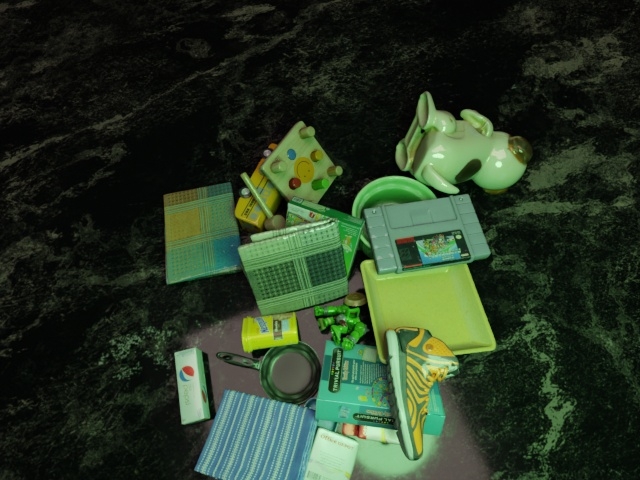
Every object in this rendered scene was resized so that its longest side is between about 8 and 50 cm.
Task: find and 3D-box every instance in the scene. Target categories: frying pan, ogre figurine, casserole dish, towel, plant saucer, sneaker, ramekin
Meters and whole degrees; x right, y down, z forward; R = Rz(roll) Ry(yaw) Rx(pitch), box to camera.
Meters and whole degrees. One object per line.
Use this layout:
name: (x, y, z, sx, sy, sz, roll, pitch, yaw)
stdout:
frying pan: (-0.157, 0.427, 1.308, 0.327, 0.053, 0.197, -10, 66, 0)
ogre figurine: (0.073, 0.267, 1.332, 0.118, 0.197, 0.096, -14, 106, -27)
casserole dish: (-0.012, 0.568, 1.251, 0.114, 0.037, 0.188, 17, 69, 9)
towel: (-0.181, 0.574, 1.185, 0.336, 0.040, 0.243, 3, 57, 24)
plant saucer: (0.117, 0.193, 1.387, 0.084, 0.083, 0.015, -6, 109, -1)
plant saucer: (0.307, 0.203, 1.259, 0.333, 0.081, 0.332, -6, 57, -4)
towel: (-0.080, 0.092, 1.338, 0.325, 0.312, 0.056, -15, 35, -5)
sneaker: (0.266, 0.369, 1.041, 0.180, 0.124, 0.320, -3, 64, -1)
towel: (-0.434, -0.032, 1.521, 0.272, 0.040, 0.369, -11, 65, -4)
ramekin: (0.258, -0.058, 1.448, 0.304, 0.148, 0.303, -1, 67, 2)

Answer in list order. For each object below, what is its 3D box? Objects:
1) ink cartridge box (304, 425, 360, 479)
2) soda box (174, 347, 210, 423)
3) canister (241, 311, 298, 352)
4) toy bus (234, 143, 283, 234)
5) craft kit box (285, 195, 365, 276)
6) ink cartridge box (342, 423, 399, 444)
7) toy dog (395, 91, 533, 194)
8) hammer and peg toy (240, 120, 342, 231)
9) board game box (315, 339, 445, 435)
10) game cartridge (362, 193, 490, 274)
ink cartridge box: (0.022, 0.632, 1.166, 0.128, 0.072, 0.175, 20, 71, 2)
soda box: (-0.399, 0.451, 1.292, 0.069, 0.074, 0.216, -13, 67, -4)
canister: (-0.160, 0.290, 1.333, 0.170, 0.073, 0.126, -7, 25, -4)
toy bus: (-0.203, -0.193, 1.541, 0.130, 0.108, 0.332, 21, 69, 11)
craft kit box: (0.000, 0.000, 1.384, 0.250, 0.246, 0.061, 19, 43, 10)
ink cartridge box: (0.186, 0.529, 1.238, 0.231, 0.078, 0.134, 6, 67, 5)
toy dog: (0.526, -0.310, 1.461, 0.408, 0.284, 0.395, 8, 37, -12)
hammer and peg toy: (-0.096, -0.214, 1.450, 0.127, 0.266, 0.361, 1, 48, 49)
board game box: (0.167, 0.418, 1.209, 0.337, 0.079, 0.253, 6, 25, 5)
game cartridge: (0.330, -0.020, 1.310, 0.356, 0.068, 0.230, -9, 60, -5)
